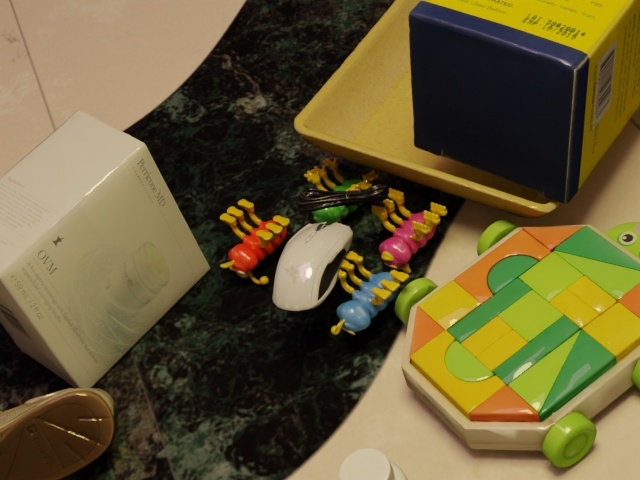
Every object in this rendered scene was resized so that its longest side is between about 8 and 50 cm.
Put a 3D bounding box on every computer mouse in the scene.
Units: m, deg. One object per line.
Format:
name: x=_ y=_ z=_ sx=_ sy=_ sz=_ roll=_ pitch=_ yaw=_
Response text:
computer mouse: x=0.000 y=0.000 z=1.327 sx=0.106 sy=0.042 sz=0.193 roll=3 pitch=43 yaw=23

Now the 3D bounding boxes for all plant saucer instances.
plant saucer: x=0.190 y=-0.165 z=1.456 sx=0.332 sy=0.081 sz=0.333 roll=20 pitch=54 yaw=24

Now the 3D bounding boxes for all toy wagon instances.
toy wagon: x=0.251 y=0.072 z=1.261 sx=0.344 sy=0.068 sz=0.267 roll=-36 pitch=47 yaw=-13

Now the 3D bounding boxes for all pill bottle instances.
pill bottle: x=0.056 y=0.249 z=1.135 sx=0.067 sy=0.120 sz=0.067 roll=-11 pitch=46 yaw=12

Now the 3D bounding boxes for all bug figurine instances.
bug figurine: x=0.022 y=0.007 z=1.403 sx=0.216 sy=0.072 sz=0.279 roll=-39 pitch=43 yaw=-25

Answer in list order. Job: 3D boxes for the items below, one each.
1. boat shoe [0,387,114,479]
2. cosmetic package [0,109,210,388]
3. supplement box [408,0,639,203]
boat shoe: x=-0.366 y=0.246 z=1.321 sx=0.302 sy=0.109 sz=0.098 roll=-26 pitch=6 yaw=-3
cosmetic package: x=-0.279 y=0.013 z=1.402 sx=0.138 sy=0.224 sz=0.225 roll=25 pitch=62 yaw=37
supplement box: x=0.272 y=-0.246 z=1.334 sx=0.194 sy=0.195 sz=0.356 roll=24 pitch=55 yaw=26
